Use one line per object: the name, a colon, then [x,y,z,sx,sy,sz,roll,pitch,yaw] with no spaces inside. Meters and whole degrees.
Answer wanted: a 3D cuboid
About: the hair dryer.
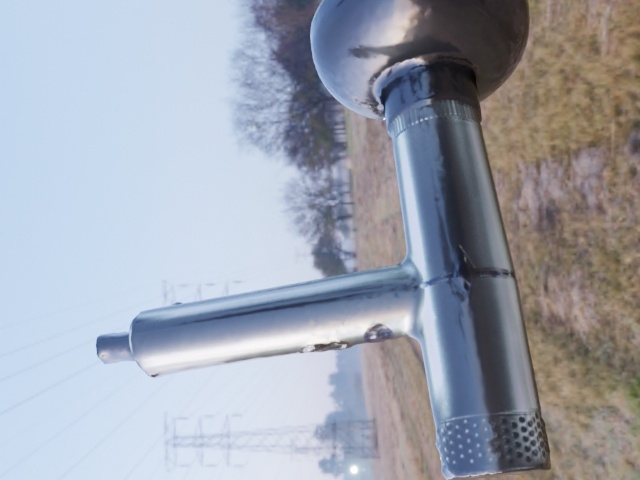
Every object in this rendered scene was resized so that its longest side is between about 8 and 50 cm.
hair dryer: [-0.002,-0.020,0.465,0.156,0.283,0.321,95,179,-68]
